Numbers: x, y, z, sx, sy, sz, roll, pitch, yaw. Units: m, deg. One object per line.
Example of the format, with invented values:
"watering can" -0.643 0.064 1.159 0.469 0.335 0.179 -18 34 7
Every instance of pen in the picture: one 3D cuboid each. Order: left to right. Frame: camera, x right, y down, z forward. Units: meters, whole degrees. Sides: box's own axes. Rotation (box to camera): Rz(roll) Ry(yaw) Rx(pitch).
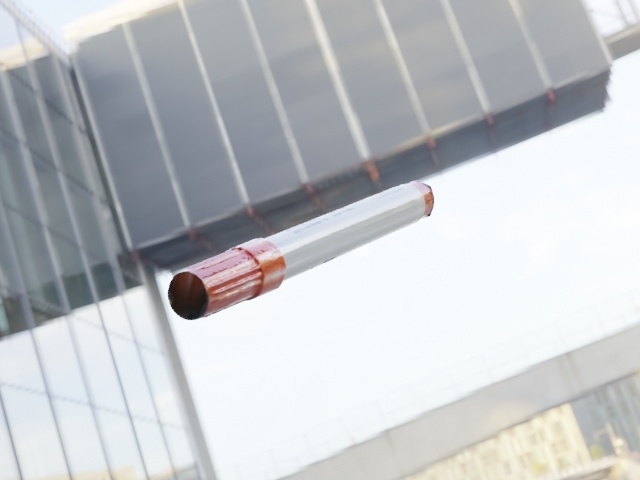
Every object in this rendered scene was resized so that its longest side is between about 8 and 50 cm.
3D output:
"pen" 0.000 0.000 0.648 0.028 0.028 0.239 -30 -4 34
